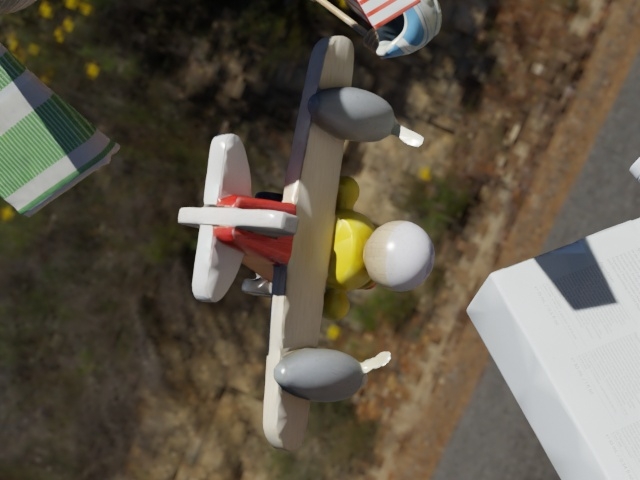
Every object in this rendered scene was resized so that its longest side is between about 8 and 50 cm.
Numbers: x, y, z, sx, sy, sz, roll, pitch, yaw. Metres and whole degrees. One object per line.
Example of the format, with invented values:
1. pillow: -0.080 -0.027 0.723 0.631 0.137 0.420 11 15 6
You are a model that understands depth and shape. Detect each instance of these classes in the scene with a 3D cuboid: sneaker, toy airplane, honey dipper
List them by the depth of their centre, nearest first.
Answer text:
1. sneaker: 0.045 -0.299 1.442 0.086 0.237 0.085 -37 14 -30
2. toy airplane: 0.000 0.000 1.688 0.384 0.272 0.386 -66 -22 -49
3. honey dipper: 0.040 -0.307 1.952 0.030 0.160 0.030 -34 -31 -24

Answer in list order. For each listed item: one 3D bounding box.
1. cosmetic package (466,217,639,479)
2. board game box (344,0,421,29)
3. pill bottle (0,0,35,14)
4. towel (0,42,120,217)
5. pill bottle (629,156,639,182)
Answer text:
1. cosmetic package: 0.360 0.163 1.384 0.377 0.284 0.097 63 158 21
2. board game box: 0.014 -0.254 1.136 0.045 0.147 0.193 -31 15 3
3. pill bottle: -0.453 -0.331 1.655 0.161 0.161 0.283 -64 -12 25
4. towel: -0.461 -0.184 1.943 0.248 0.325 0.038 -27 28 43
5. pill bottle: 0.519 -0.051 1.958 0.103 0.184 0.103 -34 -16 -11
